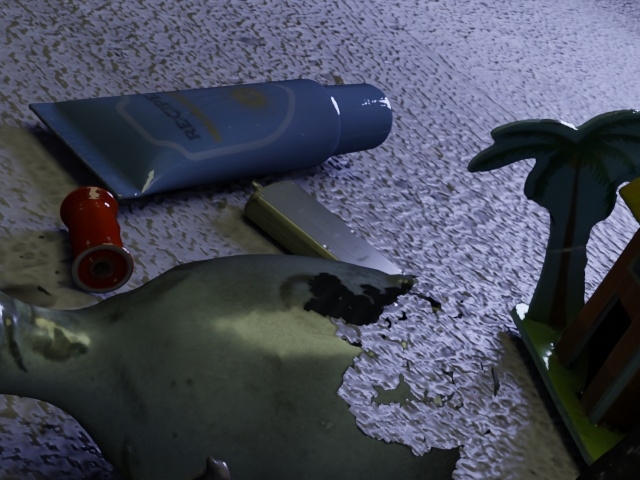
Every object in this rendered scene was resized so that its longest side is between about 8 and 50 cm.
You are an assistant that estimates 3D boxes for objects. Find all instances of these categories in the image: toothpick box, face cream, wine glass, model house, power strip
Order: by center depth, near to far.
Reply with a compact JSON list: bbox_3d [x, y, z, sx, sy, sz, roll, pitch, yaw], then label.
[{"bbox_3d":[-0.081,0.084,0.847,0.357,0.190,0.190,13,31,-23],"label":"wine glass"},{"bbox_3d":[-0.170,-0.002,1.050,0.047,0.047,0.083,16,29,-28],"label":"toothpick box"},{"bbox_3d":[0.307,0.041,1.159,0.340,0.324,0.300,18,28,-25],"label":"model house"},{"bbox_3d":[0.000,0.000,1.245,0.169,0.028,0.076,40,28,13],"label":"power strip"},{"bbox_3d":[-0.078,-0.101,1.284,0.385,0.086,0.135,-12,46,-47],"label":"face cream"}]

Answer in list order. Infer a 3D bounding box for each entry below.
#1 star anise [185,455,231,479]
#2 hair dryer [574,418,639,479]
[{"bbox_3d":[-0.144,0.188,0.637,0.262,0.081,0.230,-29,27,-33],"label":"star anise"},{"bbox_3d":[0.199,0.184,0.816,0.303,0.359,0.120,36,-6,-3],"label":"hair dryer"}]
